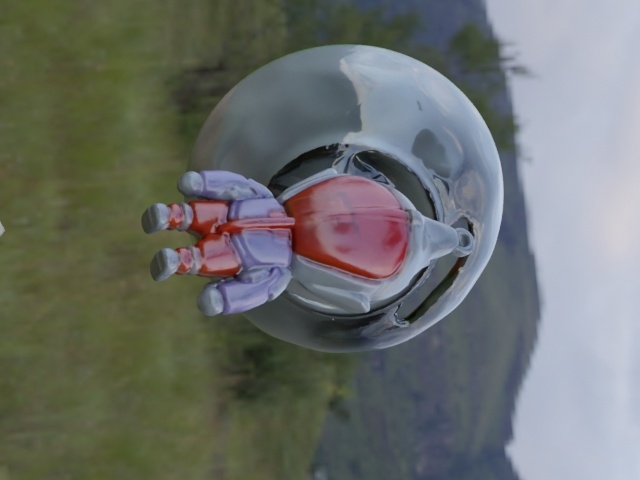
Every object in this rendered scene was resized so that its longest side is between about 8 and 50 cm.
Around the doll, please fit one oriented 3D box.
[{"bbox_3d":[0.000,0.000,1.027,0.075,0.227,0.102,-43,-126,53],"label":"doll"}]

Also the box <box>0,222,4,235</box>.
[{"bbox_3d":[-0.225,0.009,0.870,0.035,0.079,0.083,66,33,-25],"label":"box"}]

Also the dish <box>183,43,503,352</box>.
[{"bbox_3d":[0.025,-0.022,1.594,0.124,0.324,0.324,-92,180,-71],"label":"dish"}]
